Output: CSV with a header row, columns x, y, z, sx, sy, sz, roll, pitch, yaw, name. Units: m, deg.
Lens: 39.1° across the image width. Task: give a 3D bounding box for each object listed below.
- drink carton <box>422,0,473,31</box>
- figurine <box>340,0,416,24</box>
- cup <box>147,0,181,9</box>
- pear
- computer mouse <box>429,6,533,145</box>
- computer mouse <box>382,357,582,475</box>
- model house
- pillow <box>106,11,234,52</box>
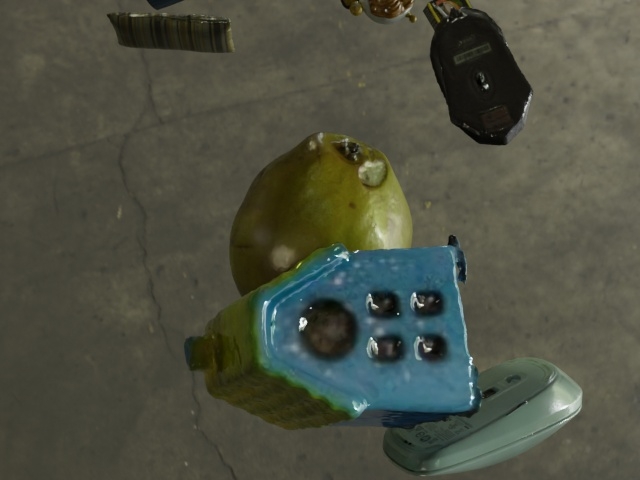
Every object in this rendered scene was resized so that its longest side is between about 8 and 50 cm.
x,y,z,sx,sy,sz,roll,pitch,yaw,name
0.256,-0.360,1.600,0.071,0.056,0.165,-32,90,-4,drink carton
0.069,-0.349,1.287,0.143,0.068,0.101,4,53,20,figurine
-0.211,-0.431,1.397,0.138,0.113,0.150,-20,7,9,cup
0.000,0.000,1.335,0.269,0.321,0.269,6,27,-3,pear
0.185,-0.189,1.050,0.099,0.057,0.172,-20,84,7,computer mouse
0.230,0.260,1.254,0.288,0.097,0.159,-26,17,-16,computer mouse
0.005,0.123,1.059,0.303,0.237,0.215,-2,76,-21,model house
-0.248,-0.351,1.519,0.203,0.113,0.038,4,75,-2,pillow
